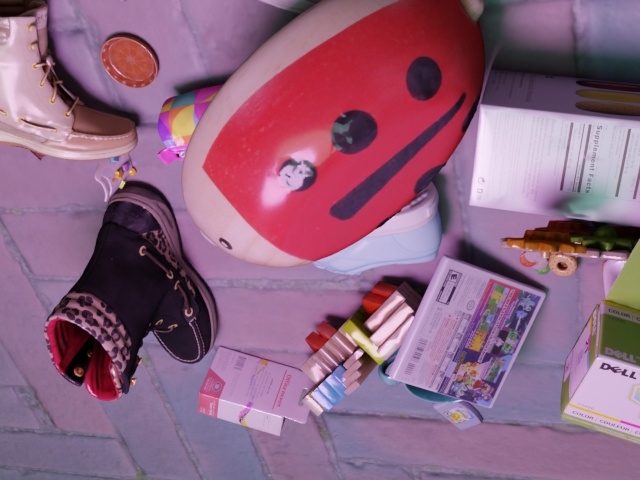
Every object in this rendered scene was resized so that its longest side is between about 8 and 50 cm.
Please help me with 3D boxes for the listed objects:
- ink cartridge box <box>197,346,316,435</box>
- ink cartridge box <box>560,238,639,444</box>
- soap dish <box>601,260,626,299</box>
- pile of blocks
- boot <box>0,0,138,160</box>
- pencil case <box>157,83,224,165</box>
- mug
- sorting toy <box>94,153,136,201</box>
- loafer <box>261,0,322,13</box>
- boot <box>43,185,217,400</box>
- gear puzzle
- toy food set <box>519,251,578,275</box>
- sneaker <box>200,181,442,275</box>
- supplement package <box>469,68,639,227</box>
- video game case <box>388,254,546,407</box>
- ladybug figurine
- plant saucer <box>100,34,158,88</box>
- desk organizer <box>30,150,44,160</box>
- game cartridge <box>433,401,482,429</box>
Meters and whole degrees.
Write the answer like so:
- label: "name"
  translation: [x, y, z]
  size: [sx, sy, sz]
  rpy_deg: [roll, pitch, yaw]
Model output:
- label: "ink cartridge box"
  translation: [-0.111, 0.281, 1.673]
  size: [0.198, 0.115, 0.067]
  rpy_deg: [16, 135, 5]
- label: "ink cartridge box"
  translation: [0.404, 0.125, 1.035]
  size: [0.189, 0.097, 0.255]
  rpy_deg: [17, 137, 6]
- label: "soap dish"
  translation: [0.526, 0.097, 1.199]
  size: [0.291, 0.228, 0.118]
  rpy_deg: [-21, 140, 34]
- label: "pile of blocks"
  translation: [0.035, 0.179, 1.499]
  size: [0.113, 0.149, 0.362]
  rpy_deg: [44, 132, 4]
- label: "boot"
  translation: [-0.378, -0.227, 1.275]
  size: [0.262, 0.095, 0.203]
  rpy_deg: [11, 122, -6]
- label: "pencil case"
  translation: [-0.109, -0.166, 1.245]
  size: [0.237, 0.104, 0.104]
  rpy_deg: [-11, 128, 27]
- label: "mug"
  translation: [0.185, 0.183, 1.473]
  size: [0.158, 0.097, 0.129]
  rpy_deg: [15, 136, -11]
- label: "sorting toy"
  translation: [-0.321, -0.100, 1.401]
  size: [0.045, 0.075, 0.083]
  rpy_deg: [4, 135, 16]
- label: "loafer"
  translation: [-0.092, -0.366, 1.031]
  size: [0.320, 0.112, 0.111]
  rpy_deg: [29, 144, -9]
- label: "boot"
  translation: [-0.296, 0.136, 1.473]
  size: [0.138, 0.284, 0.377]
  rpy_deg: [4, 133, 16]
- label: "gear puzzle"
  translation: [0.319, -0.008, 1.125]
  size: [0.176, 0.339, 0.044]
  rpy_deg: [7, 96, 37]
- label: "toy food set"
  translation: [0.330, 0.019, 1.326]
  size: [0.083, 0.020, 0.083]
  rpy_deg: [1, 134, 19]
- label: "sneaker"
  translation: [0.000, 0.000, 1.344]
  size: [0.366, 0.135, 0.150]
  rpy_deg: [-1, 130, 22]
- label: "supplement package"
  translation: [0.313, -0.112, 1.102]
  size: [0.244, 0.139, 0.133]
  rpy_deg: [8, 120, 11]
- label: "video game case"
  translation: [0.221, 0.139, 1.371]
  size: [0.184, 0.023, 0.201]
  rpy_deg: [20, 100, -21]
- label: "ladybug figurine"
  translation: [0.028, -0.122, 1.095]
  size: [0.449, 0.161, 0.305]
  rpy_deg: [-45, 141, 23]
- label: "plant saucer"
  translation: [-0.265, -0.250, 1.278]
  size: [0.084, 0.013, 0.083]
  rpy_deg: [10, 136, 9]
- label: "desk organizer"
  translation: [-0.445, -0.188, 1.380]
  size: [0.050, 0.047, 0.130]
  rpy_deg: [-22, 123, 32]
- label: "game cartridge"
  translation: [0.249, 0.309, 1.646]
  size: [0.083, 0.017, 0.056]
  rpy_deg: [40, 129, -20]
